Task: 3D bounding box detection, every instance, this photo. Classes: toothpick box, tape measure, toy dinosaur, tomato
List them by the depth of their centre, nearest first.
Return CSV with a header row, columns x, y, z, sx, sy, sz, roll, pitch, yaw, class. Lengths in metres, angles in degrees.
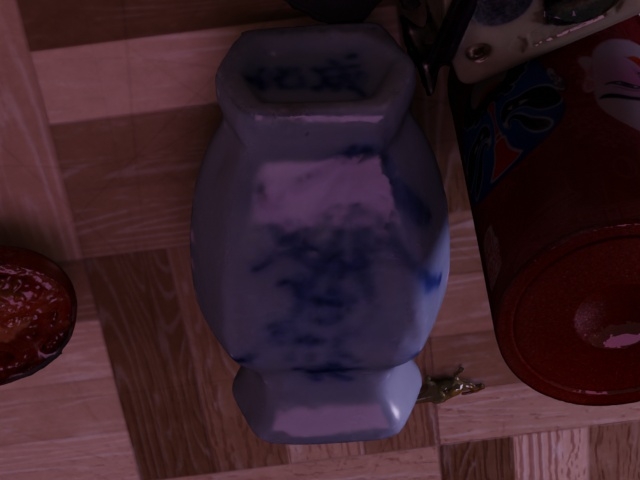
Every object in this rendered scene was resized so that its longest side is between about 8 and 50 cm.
x,y,z,sx,sy,sz,roll,pitch,yaw,class
0.167,-0.251,1.461,0.271,0.133,0.231,-22,143,8,tape measure
0.227,-0.044,1.543,0.204,0.333,0.204,-3,131,-3,toothpick box
-0.319,0.062,1.751,0.174,0.082,0.166,-4,127,4,tomato
0.122,0.159,1.907,0.113,0.026,0.041,-8,148,-9,toy dinosaur

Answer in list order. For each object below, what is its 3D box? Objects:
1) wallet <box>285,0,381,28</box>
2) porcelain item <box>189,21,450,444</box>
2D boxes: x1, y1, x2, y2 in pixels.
x,y,z,sx,sy,sz,roll,pitch,yaw,class
0.049,-0.317,1.483,0.170,0.044,0.321,22,129,-30,wallet
0.000,0.000,1.663,0.242,0.178,0.405,-3,130,-1,porcelain item
